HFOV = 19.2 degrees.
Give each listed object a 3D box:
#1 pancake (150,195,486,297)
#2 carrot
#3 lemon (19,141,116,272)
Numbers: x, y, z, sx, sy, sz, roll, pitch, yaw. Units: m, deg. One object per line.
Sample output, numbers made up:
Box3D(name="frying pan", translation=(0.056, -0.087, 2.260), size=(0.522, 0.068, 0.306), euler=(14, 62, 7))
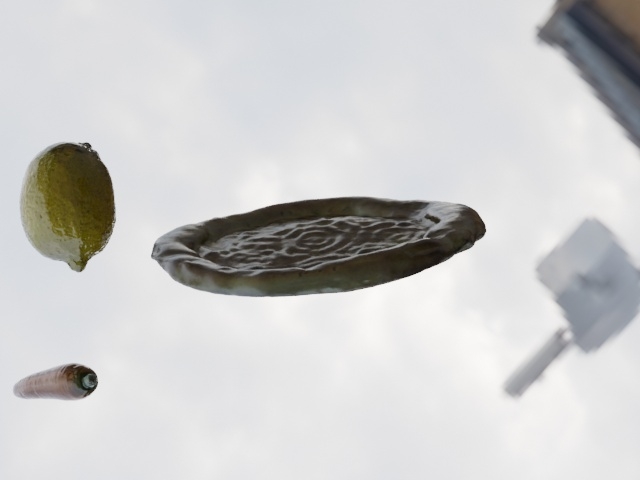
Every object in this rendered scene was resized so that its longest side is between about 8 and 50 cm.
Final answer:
Box3D(name="pancake", translation=(0.000, 0.001, 1.417), size=(0.250, 0.031, 0.250), euler=(-6, -167, 1))
Box3D(name="carrot", translation=(-0.242, 0.129, 1.707), size=(0.035, 0.142, 0.035), euler=(8, -102, -41))
Box3D(name="lemon", translation=(-0.207, -0.027, 1.554), size=(0.082, 0.082, 0.110), euler=(9, -111, -37))
